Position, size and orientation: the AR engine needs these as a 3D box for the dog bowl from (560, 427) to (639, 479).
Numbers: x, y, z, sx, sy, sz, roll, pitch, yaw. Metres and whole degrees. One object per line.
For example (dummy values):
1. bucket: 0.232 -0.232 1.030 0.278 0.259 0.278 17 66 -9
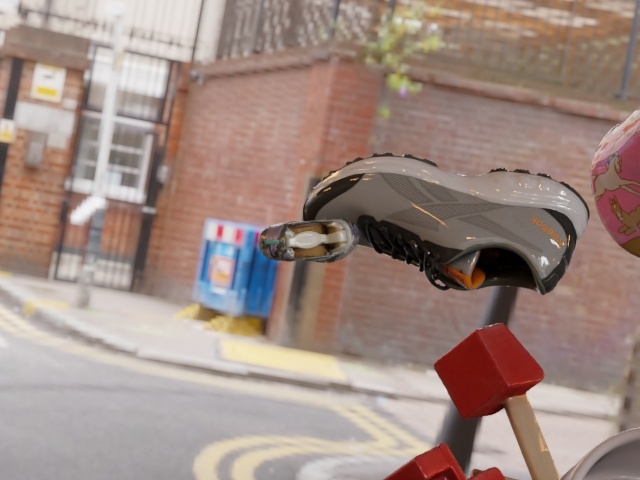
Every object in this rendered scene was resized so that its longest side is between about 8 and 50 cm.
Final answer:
1. dog bowl: 0.322 0.315 1.192 0.264 0.265 0.104 10 -34 -14

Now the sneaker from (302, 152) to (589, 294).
1. sneaker: 0.103 -0.009 1.178 0.271 0.108 0.100 6 -34 25

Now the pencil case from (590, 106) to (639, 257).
1. pencil case: 0.412 -0.101 1.216 0.167 0.160 0.386 23 -23 -10

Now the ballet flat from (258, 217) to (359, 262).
1. ballet flat: 0.000 0.000 1.119 0.114 0.041 0.041 -6 10 -40

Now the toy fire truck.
1. toy fire truck: 0.100 0.148 0.703 0.135 0.192 0.047 -14 -22 -44
